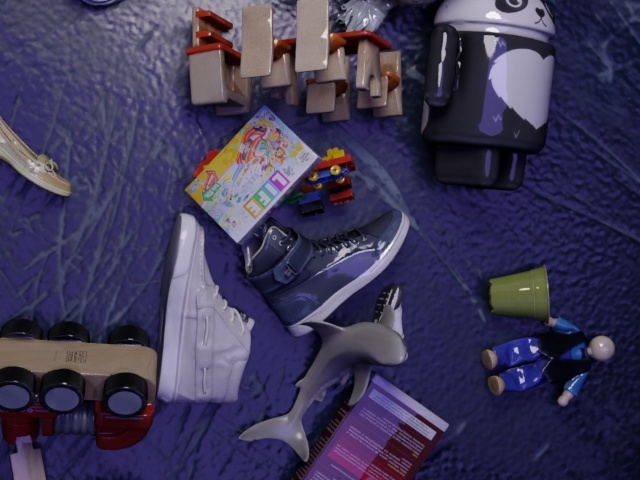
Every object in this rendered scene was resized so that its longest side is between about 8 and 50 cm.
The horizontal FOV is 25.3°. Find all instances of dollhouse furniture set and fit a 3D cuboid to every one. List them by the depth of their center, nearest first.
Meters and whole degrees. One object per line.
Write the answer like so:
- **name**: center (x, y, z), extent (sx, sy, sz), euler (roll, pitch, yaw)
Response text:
- **dollhouse furniture set**: center (-0.040, -0.245, 1.852), extent (0.259, 0.262, 0.135), euler (-3, 81, 23)

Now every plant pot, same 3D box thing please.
- **plant pot**: center (0.275, 0.077, 1.985), extent (0.079, 0.083, 0.083), euler (-4, 92, 5)

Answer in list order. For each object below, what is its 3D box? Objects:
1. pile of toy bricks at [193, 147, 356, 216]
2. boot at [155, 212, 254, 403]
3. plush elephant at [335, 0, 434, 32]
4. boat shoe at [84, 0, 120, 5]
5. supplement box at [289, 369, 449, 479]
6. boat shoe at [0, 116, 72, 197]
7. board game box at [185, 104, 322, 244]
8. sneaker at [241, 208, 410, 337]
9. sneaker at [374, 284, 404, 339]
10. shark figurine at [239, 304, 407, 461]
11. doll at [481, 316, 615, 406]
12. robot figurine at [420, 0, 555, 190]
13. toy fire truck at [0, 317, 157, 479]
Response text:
- **pile of toy bricks**: center (-0.058, -0.096, 1.928), extent (0.212, 0.118, 0.105), euler (-14, 64, 8)
- **boot**: center (-0.150, 0.095, 1.920), extent (0.123, 0.095, 0.258), euler (5, 99, -14)
- **plush elephant**: center (0.079, -0.440, 1.846), extent (0.330, 0.272, 0.255), euler (-41, 124, 17)
- **boat shoe**: center (-0.188, -0.427, 1.881), extent (0.335, 0.119, 0.121), euler (-43, 96, -5)
- **supplement box**: center (0.053, 0.311, 1.953), extent (0.130, 0.073, 0.239), euler (36, 85, -8)
- **boat shoe**: center (-0.389, -0.113, 1.892), extent (0.153, 0.056, 0.048), euler (36, 91, 0)
- **board game box**: center (-0.087, -0.085, 1.851), extent (0.103, 0.026, 0.154), euler (44, 95, 15)
- **sneaker**: center (0.000, 0.001, 1.919), extent (0.226, 0.086, 0.163), euler (-42, 111, -5)
- **sneaker**: center (0.097, 0.115, 1.978), extent (0.044, 0.040, 0.109), euler (15, 92, -25)
- **shark figurine**: center (0.003, 0.161, 1.916), extent (0.116, 0.166, 0.278), euler (32, 126, -22)
- **doll**: center (0.325, 0.171, 2.004), extent (0.189, 0.046, 0.129), euler (-12, 83, -14)
- **robot figurine**: center (0.228, -0.208, 1.917), extent (0.174, 0.209, 0.278), euler (6, 90, 5)
- **toy fire truck**: center (-0.331, 0.248, 1.877), extent (0.217, 0.158, 0.246), euler (4, 130, -8)
